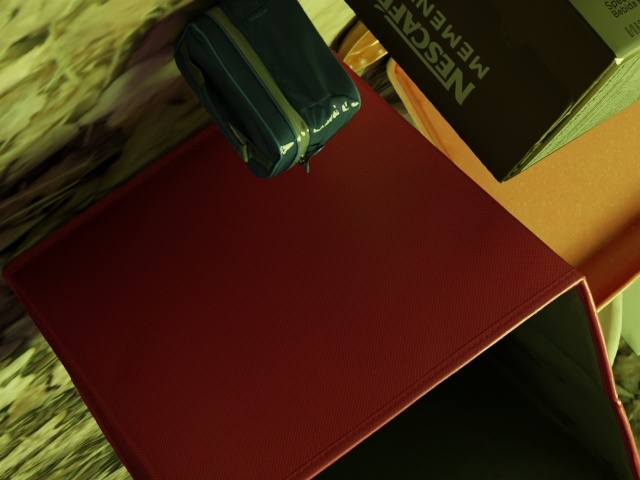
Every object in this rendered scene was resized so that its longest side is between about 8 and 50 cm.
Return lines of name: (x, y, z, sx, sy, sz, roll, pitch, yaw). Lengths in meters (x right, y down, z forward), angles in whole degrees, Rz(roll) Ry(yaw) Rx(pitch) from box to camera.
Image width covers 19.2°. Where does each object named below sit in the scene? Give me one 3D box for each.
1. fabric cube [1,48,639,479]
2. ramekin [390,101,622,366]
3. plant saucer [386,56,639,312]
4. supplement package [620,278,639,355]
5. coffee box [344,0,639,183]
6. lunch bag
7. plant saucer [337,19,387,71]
fabric cube: (0.007, 0.095, 1.151, 0.254, 0.258, 0.259, -36, 139, -11)
ramekin: (0.080, 0.043, 1.455, 0.277, 0.277, 0.135, -33, 177, -30)
plant saucer: (0.192, -0.098, 1.384, 0.259, 0.258, 0.047, -38, -157, -16)
supplement package: (0.317, -0.063, 1.824, 0.145, 0.262, 0.204, -29, 166, -45)
coffee box: (0.164, -0.176, 1.051, 0.297, 0.168, 0.119, -30, 166, -39)
lunch bag: (-0.030, -0.079, 0.982, 0.065, 0.098, 0.067, -33, 174, -17)
plant saucer: (0.042, -0.139, 1.217, 0.083, 0.013, 0.083, -37, 169, -8)
